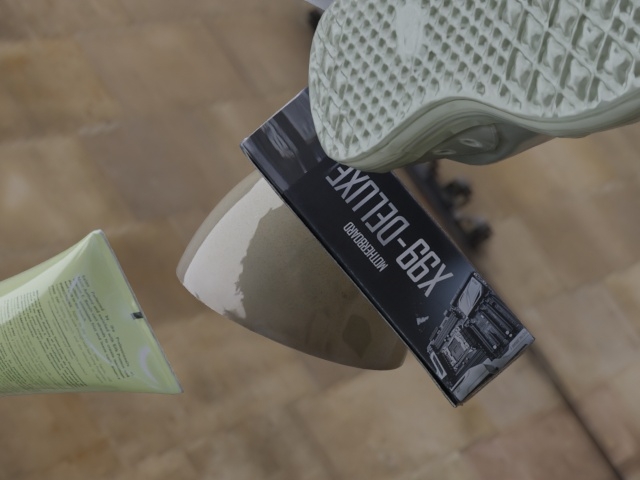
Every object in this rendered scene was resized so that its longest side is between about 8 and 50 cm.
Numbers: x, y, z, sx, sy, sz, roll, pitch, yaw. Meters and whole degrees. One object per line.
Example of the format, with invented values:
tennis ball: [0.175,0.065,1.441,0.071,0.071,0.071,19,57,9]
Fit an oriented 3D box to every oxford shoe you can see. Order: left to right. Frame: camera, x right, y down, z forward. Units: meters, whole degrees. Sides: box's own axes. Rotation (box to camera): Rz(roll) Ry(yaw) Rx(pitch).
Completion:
oxford shoe: [0.134,-0.128,1.077,0.130,0.169,0.449,0,-8,-24]

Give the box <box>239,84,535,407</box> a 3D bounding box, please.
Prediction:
box: [0.058,0.013,1.450,0.076,0.242,0.307,-40,-6,1]

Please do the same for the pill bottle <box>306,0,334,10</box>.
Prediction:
pill bottle: [0.085,-0.323,1.381,0.188,0.188,0.334,-5,-60,-63]

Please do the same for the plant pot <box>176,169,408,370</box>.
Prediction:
plant pot: [0.000,0.000,2.148,0.284,0.284,0.191,-3,-62,-64]

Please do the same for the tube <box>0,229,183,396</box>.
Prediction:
tube: [-0.152,0.052,1.030,0.070,0.062,0.240,25,-21,-27]
